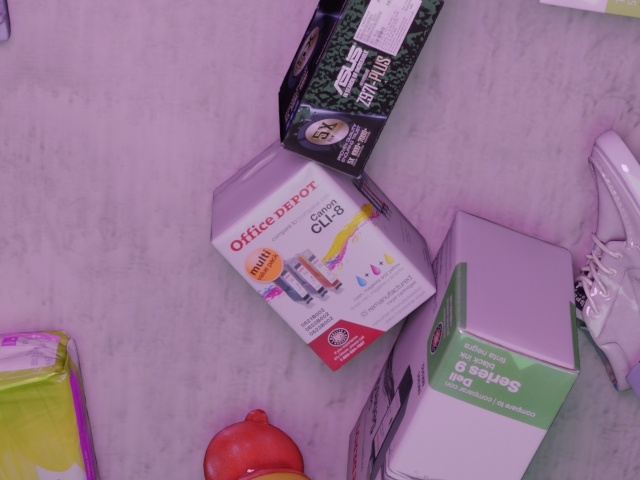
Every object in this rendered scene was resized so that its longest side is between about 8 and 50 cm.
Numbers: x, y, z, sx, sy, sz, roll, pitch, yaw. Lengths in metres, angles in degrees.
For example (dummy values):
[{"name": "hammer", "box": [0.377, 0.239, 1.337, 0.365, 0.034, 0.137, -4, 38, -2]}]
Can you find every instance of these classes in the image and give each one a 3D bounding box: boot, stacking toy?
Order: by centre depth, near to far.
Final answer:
[{"name": "boot", "box": [0.279, 0.029, 1.804, 0.123, 0.095, 0.258, -28, 113, 2]}, {"name": "stacking toy", "box": [-0.080, 0.327, 1.943, 0.309, 0.130, 0.279, -42, 135, 17]}]

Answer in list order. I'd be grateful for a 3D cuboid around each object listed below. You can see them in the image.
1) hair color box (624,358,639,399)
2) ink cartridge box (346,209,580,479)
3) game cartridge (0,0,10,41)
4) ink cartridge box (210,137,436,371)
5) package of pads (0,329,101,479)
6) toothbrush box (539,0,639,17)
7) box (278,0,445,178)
[{"name": "hair color box", "box": [0.498, 0.149, 1.816, 0.374, 0.113, 0.185, 23, 111, -25]}, {"name": "ink cartridge box", "box": [0.125, 0.154, 1.769, 0.121, 0.211, 0.289, 19, 120, -7]}, {"name": "game cartridge", "box": [-0.388, -0.305, 1.662, 0.196, 0.060, 0.294, -7, 113, -3]}, {"name": "ink cartridge box", "box": [0.000, 0.000, 1.766, 0.128, 0.127, 0.176, -39, 108, 14]}, {"name": "package of pads", "box": [-0.368, 0.210, 1.856, 0.296, 0.101, 0.229, -7, 114, 0]}, {"name": "toothbrush box", "box": [0.335, -0.296, 1.654, 0.283, 0.122, 0.206, 7, 111, -6]}, {"name": "box", "box": [0.032, -0.169, 1.684, 0.077, 0.147, 0.180, 22, 112, -11]}]
